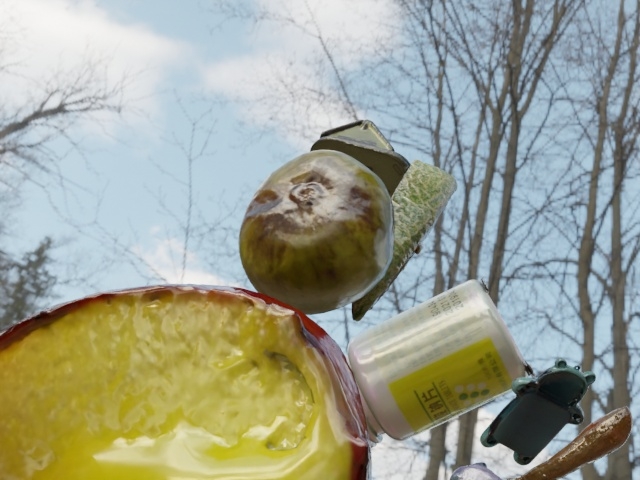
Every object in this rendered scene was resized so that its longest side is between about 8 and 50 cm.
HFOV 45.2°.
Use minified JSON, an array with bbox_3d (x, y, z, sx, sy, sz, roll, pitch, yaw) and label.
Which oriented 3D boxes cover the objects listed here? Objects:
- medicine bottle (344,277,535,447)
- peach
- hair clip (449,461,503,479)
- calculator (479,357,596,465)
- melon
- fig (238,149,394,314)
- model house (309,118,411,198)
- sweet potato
[{"bbox_3d":[0.174,0.238,1.411,0.379,0.213,0.213,-27,-49,8],"label":"medicine bottle"},{"bbox_3d":[-0.114,0.158,0.502,0.281,0.281,0.338,35,-42,-24],"label":"peach"},{"bbox_3d":[0.052,0.290,0.557,0.137,0.090,0.278,26,-72,31],"label":"hair clip"},{"bbox_3d":[0.241,0.188,0.849,0.094,0.019,0.141,29,-68,-12],"label":"calculator"},{"bbox_3d":[0.079,0.001,0.772,0.054,0.182,0.098,25,-51,13],"label":"melon"},{"bbox_3d":[-0.004,-0.005,0.682,0.121,0.136,0.153,13,-51,-49],"label":"fig"},{"bbox_3d":[0.105,-0.158,1.553,0.205,0.278,0.218,15,-51,10],"label":"model house"},{"bbox_3d":[0.371,0.318,1.134,0.214,0.050,0.050,-38,-57,13],"label":"sweet potato"}]
